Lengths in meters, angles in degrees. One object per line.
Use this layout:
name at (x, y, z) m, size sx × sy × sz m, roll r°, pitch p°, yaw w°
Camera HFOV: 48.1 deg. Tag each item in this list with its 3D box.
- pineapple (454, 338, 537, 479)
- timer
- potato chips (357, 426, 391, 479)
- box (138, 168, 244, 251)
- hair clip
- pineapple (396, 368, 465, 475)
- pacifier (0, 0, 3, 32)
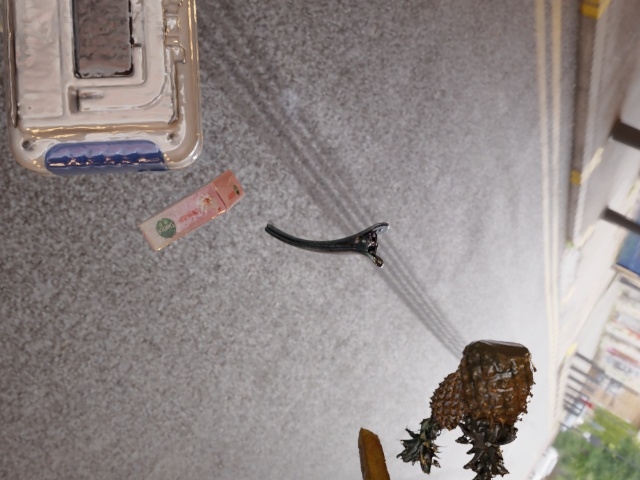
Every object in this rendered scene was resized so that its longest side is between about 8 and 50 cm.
pineapple at (0.230, 0.233, 0.960) m, size 0.108 × 0.108 × 0.198 m, roll 2°, pitch 94°, yaw -63°
timer at (-0.205, -0.191, 0.673) m, size 0.078 × 0.178 × 0.254 m, roll 147°, pitch -61°, yaw -86°
potato chips at (0.053, 0.213, 0.567) m, size 0.204 × 0.026 × 0.037 m, roll -112°, pitch -142°, yaw -74°
box at (-0.172, -0.042, 0.967) m, size 0.125 × 0.043 × 0.089 m, roll -28°, pitch -169°, yaw 18°
hair clip at (0.000, 0.000, 1.361) m, size 0.048 × 0.275 × 0.083 m, roll 12°, pitch 83°, yaw -58°
pineapple at (0.230, 0.332, 1.331) m, size 0.221 × 0.083 × 0.103 m, roll -54°, pitch 140°, yaw 0°
pacifier at (-0.386, -0.318, 0.923) m, size 0.150 × 0.126 × 0.117 m, roll 44°, pitch 80°, yaw -26°
